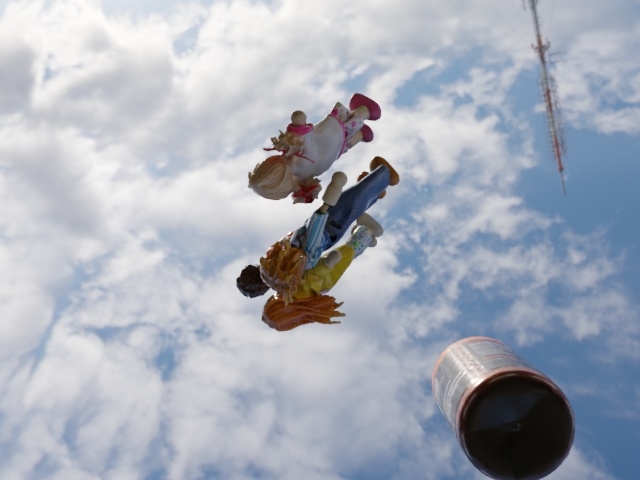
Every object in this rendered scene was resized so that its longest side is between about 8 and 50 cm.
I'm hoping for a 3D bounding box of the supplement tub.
[{"bbox_3d":[0.174,0.159,0.596,0.106,0.106,0.198,-32,-178,3],"label":"supplement tub"}]

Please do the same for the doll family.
[{"bbox_3d":[0.000,0.000,0.539,0.118,0.263,0.163,39,-122,15],"label":"doll family"}]
